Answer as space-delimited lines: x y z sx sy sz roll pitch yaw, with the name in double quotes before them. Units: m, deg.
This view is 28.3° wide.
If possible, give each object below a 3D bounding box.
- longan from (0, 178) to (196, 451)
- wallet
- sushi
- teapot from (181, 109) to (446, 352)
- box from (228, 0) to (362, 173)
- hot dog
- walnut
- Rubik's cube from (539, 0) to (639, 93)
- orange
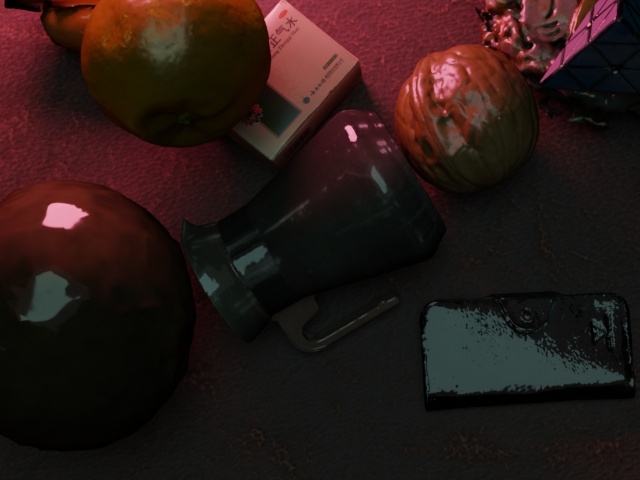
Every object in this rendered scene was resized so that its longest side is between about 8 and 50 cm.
"longan" -0.365 0.105 1.803 0.391 0.391 0.391 -1 80 4
"wallet" 0.311 0.163 1.911 0.318 0.045 0.172 -3 81 2
"sushi" 0.435 -0.366 1.928 0.418 0.176 0.417 0 83 4
"teapot" 0.000 0.000 1.884 0.344 0.253 0.300 -30 111 6
"box" -0.064 -0.241 1.988 0.168 0.095 0.212 40 85 12
"hot dog" -0.317 -0.349 2.000 0.326 0.107 0.194 11 43 14
"walnut" 0.216 -0.181 1.895 0.228 0.228 0.227 -1 80 4
"Rubik's cube" 0.388 -0.267 1.755 0.190 0.178 0.211 -30 78 10
"orange" -0.204 -0.259 1.815 0.279 0.279 0.235 -23 58 0
